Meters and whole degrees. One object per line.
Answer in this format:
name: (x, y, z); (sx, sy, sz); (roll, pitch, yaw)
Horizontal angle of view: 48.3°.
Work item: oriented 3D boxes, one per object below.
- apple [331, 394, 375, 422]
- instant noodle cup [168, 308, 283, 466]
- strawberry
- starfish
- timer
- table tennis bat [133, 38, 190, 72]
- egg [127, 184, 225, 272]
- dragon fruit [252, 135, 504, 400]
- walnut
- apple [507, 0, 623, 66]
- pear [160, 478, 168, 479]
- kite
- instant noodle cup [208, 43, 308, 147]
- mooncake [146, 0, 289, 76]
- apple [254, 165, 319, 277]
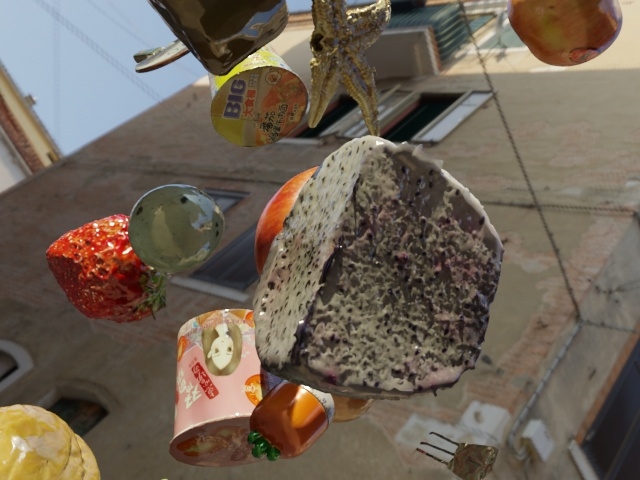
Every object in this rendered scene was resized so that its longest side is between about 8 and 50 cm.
apple: (0.027, 0.245, 1.738); (0.346, 0.391, 0.391); (46, -36, -4)
instant noodle cup: (-0.165, 0.269, 1.327); (0.243, 0.243, 0.231); (113, -28, -51)
strawberry: (-0.475, 0.058, 1.591); (0.277, 0.257, 0.257); (7, -45, 1)
starfish: (0.041, -0.251, 0.881); (0.050, 0.138, 0.247); (13, -80, 43)
timer: (-0.048, 0.256, 0.989); (0.099, 0.136, 0.136); (36, -38, 7)
table tennis bat: (-0.343, -0.413, 1.572); (0.301, 0.173, 0.022); (18, -39, 55)
egg: (-0.207, -0.017, 1.054); (0.131, 0.164, 0.131); (1, -88, 31)
dragon fruit: (0.064, 0.046, 0.831); (0.221, 0.282, 0.204); (21, -7, -15)
walnut: (-0.575, 0.470, 1.352); (0.333, 0.333, 0.332); (27, -41, 26)
apple: (0.412, -0.389, 1.205); (0.164, 0.209, 0.209); (-21, -72, 31)
pear: (-0.334, 0.620, 1.427); (0.282, 0.176, 0.286); (-45, -135, 44)
kite: (0.365, 0.569, 1.904); (0.229, 0.127, 0.016); (28, 8, -15)
instant noodle cup: (-0.142, -0.313, 1.482); (0.205, 0.205, 0.153); (94, -21, -44)
mooncake: (-0.175, -0.371, 0.981); (0.284, 0.156, 0.284); (54, -1, 1)
apple: (0.000, 0.000, 1.240); (0.242, 0.242, 0.241); (45, -29, 5)
